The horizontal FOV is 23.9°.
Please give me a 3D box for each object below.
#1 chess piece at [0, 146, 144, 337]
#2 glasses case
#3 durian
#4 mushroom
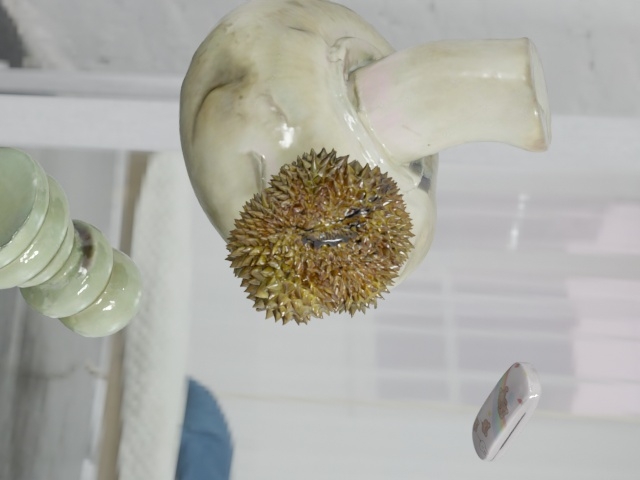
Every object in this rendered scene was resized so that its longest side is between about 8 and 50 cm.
[{"bbox_3d":[-0.270,0.019,1.525,0.243,0.133,0.133,46,53,-52],"label":"chess piece"},{"bbox_3d":[0.122,0.113,0.991,0.083,0.021,0.032,117,-33,-42],"label":"glasses case"},{"bbox_3d":[0.000,0.000,1.243,0.158,0.137,0.168,-44,167,-6],"label":"durian"},{"bbox_3d":[0.029,-0.093,1.504,0.315,0.356,0.315,180,-90,-72],"label":"mushroom"}]
